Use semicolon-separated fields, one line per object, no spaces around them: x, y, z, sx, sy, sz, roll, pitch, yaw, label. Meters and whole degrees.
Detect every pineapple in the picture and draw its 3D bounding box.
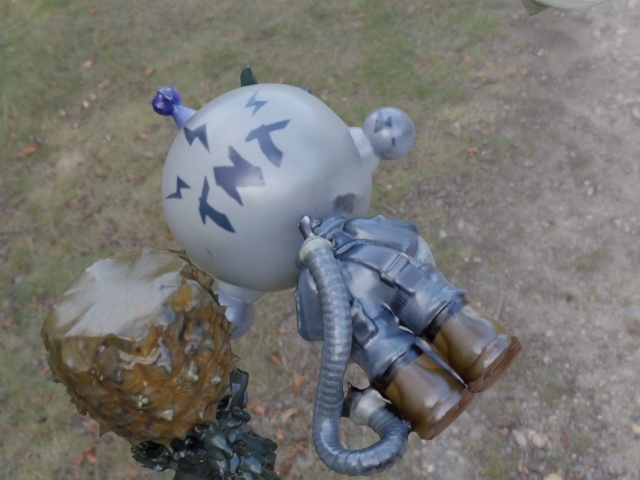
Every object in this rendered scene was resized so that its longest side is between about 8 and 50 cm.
-0.097;0.124;0.601;0.128;0.248;0.128;-14;38;11;pineapple

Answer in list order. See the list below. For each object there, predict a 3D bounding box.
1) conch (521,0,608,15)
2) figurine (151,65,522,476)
0.179;-0.287;0.591;0.158;0.255;0.127;-2;32;-19;conch
0.003;-0.002;0.722;0.261;0.186;0.382;-42;66;-10;figurine
